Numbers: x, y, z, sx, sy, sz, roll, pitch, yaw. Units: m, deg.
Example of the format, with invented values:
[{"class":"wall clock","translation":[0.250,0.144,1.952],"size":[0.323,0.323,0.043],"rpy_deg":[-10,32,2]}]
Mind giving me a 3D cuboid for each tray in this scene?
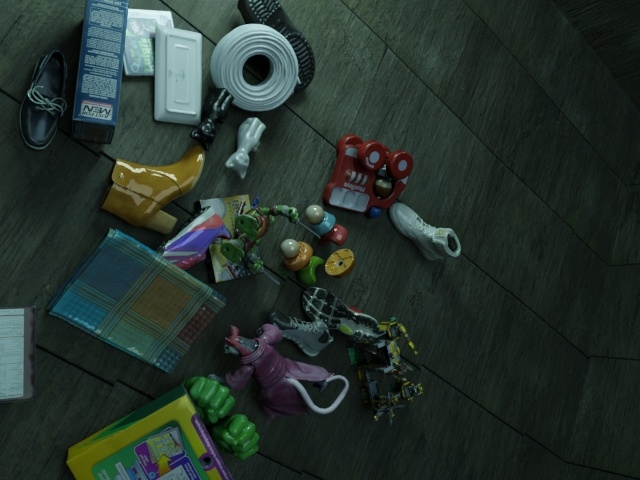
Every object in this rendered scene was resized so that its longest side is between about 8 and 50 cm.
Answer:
[{"class":"tray","translation":[-0.402,-0.473,1.748],"size":[0.145,0.030,0.270],"rpy_deg":[-1,93,-37]}]

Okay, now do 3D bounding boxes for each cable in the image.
[{"class":"cable","translation":[-0.195,-0.511,1.826],"size":[0.257,0.089,0.257],"rpy_deg":[-25,125,-7]}]

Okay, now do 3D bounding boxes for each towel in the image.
[{"class":"towel","translation":[-0.462,0.164,1.569],"size":[0.370,0.040,0.271],"rpy_deg":[37,94,-27]}]

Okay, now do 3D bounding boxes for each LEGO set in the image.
[{"class":"LEGO set","translation":[0.245,0.428,2.030],"size":[0.255,0.192,0.331],"rpy_deg":[-5,87,-37]}]

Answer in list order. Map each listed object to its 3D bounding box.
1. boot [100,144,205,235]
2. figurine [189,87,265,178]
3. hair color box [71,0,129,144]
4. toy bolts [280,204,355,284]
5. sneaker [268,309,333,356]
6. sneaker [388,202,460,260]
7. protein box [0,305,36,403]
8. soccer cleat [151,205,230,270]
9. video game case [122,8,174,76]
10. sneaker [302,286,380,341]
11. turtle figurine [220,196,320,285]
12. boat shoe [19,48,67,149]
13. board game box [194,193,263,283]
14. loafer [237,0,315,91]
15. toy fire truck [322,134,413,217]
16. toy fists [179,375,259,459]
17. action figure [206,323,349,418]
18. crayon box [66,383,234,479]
[{"class":"boot","translation":[-0.453,-0.177,1.652],"size":[0.211,0.104,0.295],"rpy_deg":[30,71,-30]},{"class":"figurine","translation":[-0.269,-0.303,1.774],"size":[0.215,0.092,0.209],"rpy_deg":[40,43,-26]},{"class":"hair color box","translation":[-0.562,-0.438,1.552],"size":[0.105,0.174,0.347],"rpy_deg":[7,80,-22]},{"class":"toy bolts","translation":[0.000,0.000,1.902],"size":[0.158,0.218,0.228],"rpy_deg":[49,51,-37]},{"class":"sneaker","translation":[-0.046,0.257,1.869],"size":[0.229,0.132,0.086],"rpy_deg":[42,25,-32]},{"class":"sneaker","translation":[0.391,-0.042,2.215],"size":[0.292,0.169,0.108],"rpy_deg":[43,63,-23]},{"class":"protein box","translation":[-0.719,0.248,1.342],"size":[0.136,0.200,0.201],"rpy_deg":[2,83,-36]},{"class":"soccer cleat","translation":[-0.384,0.041,1.653],"size":[0.318,0.109,0.116],"rpy_deg":[-45,104,-23]},{"class":"video game case","translation":[-0.488,-0.559,1.726],"size":[0.173,0.022,0.190],"rpy_deg":[-12,91,-36]},{"class":"sneaker","translation":[0.060,0.244,1.973],"size":[0.279,0.118,0.107],"rpy_deg":[31,90,-3]},{"class":"turtle figurine","translation":[-0.143,-0.003,1.709],"size":[0.274,0.198,0.266],"rpy_deg":[66,21,-1]},{"class":"boat shoe","translation":[-0.683,-0.354,1.521],"size":[0.095,0.079,0.254],"rpy_deg":[20,73,-33]},{"class":"board game box","translation":[-0.270,-0.007,1.803],"size":[0.165,0.042,0.243],"rpy_deg":[-10,90,-37]},{"class":"loafer","translation":[-0.139,-0.639,1.927],"size":[0.134,0.130,0.366],"rpy_deg":[-42,127,-15]},{"class":"toy fire truck","translation":[0.165,-0.212,2.095],"size":[0.302,0.169,0.253],"rpy_deg":[12,101,-34]},{"class":"toy fists","translation":[-0.275,0.484,1.663],"size":[0.279,0.142,0.096],"rpy_deg":[59,42,-14]},{"class":"action figure","translation":[-0.147,0.377,1.718],"size":[0.248,0.276,0.370],"rpy_deg":[-56,130,-21]},{"class":"crayon box","translation":[-0.404,0.605,1.536],"size":[0.313,0.106,0.362],"rpy_deg":[-27,101,-15]}]
